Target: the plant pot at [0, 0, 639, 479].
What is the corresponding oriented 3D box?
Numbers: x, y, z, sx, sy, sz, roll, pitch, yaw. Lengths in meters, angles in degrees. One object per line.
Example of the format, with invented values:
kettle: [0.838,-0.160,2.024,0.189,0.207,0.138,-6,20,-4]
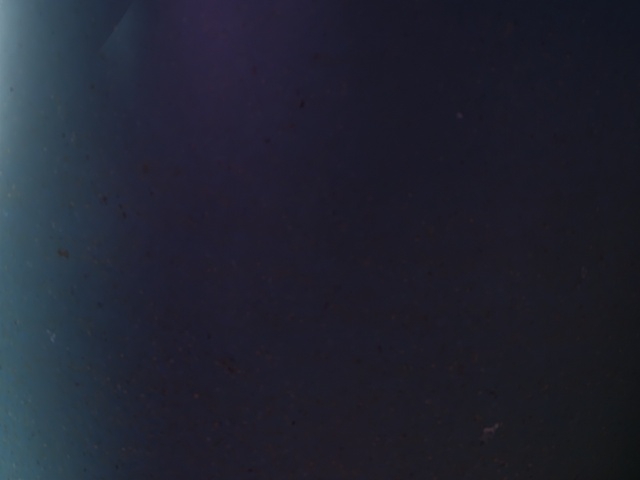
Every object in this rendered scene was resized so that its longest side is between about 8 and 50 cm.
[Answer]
plant pot: [0.000,0.000,0.584,0.271,0.271,0.255,7,93,25]
